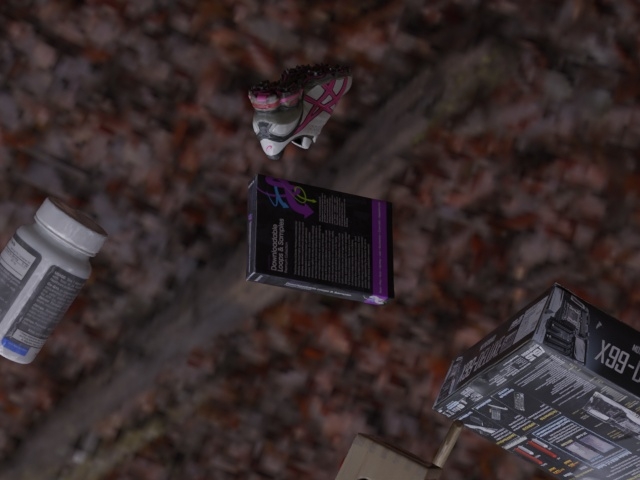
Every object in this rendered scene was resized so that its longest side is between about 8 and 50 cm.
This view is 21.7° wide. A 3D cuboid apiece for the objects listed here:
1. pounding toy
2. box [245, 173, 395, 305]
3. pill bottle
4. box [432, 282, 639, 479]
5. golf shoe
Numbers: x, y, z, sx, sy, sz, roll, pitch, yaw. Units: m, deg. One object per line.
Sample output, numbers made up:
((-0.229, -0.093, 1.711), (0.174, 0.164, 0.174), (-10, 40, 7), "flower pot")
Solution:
((0.071, 0.253, 1.765), (0.094, 0.181, 0.206), (25, 178, 13), "pounding toy")
((0.000, 0.000, 1.755), (0.162, 0.116, 0.029), (12, 152, -23), "box")
((-0.254, 0.034, 1.496), (0.078, 0.137, 0.078), (35, -177, -2), "pill bottle")
((0.296, 0.183, 1.918), (0.242, 0.076, 0.307), (29, 154, -5), "box")
((-0.022, -0.150, 1.890), (0.067, 0.186, 0.086), (7, 113, 31), "golf shoe")
